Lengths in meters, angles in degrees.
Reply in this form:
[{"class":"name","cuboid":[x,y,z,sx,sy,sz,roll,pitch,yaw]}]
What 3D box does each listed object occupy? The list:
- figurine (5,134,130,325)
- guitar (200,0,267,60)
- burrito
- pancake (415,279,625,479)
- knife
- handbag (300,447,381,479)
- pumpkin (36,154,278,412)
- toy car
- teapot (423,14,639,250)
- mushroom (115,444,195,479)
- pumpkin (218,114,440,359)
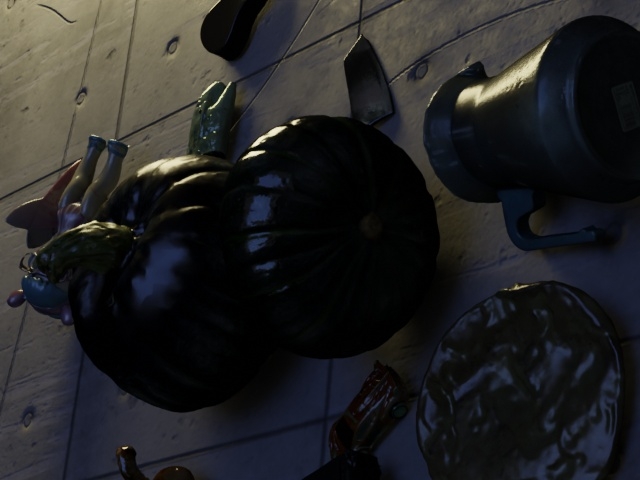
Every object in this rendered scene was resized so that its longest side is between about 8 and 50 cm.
[{"class":"figurine","cuboid":[-0.305,-0.009,2.221,0.205,0.103,0.260,16,79,17]},{"class":"guitar","cuboid":[-0.068,-0.356,2.152,0.271,0.038,0.084,-55,39,14]},{"class":"burrito","cuboid":[-0.140,-0.148,2.122,0.074,0.044,0.118,-16,62,51]},{"class":"pancake","cuboid":[0.191,0.154,1.536,0.242,0.050,0.242,-16,67,43]},{"class":"knife","cuboid":[0.056,-0.154,1.901,0.060,0.028,0.230,-28,46,24]},{"class":"handbag","cuboid":[-0.017,0.352,1.662,0.247,0.080,0.223,-38,37,35]},{"class":"pumpkin","cuboid":[-0.177,0.029,1.873,0.296,0.296,0.296,-28,50,40]},{"class":"toy car","cuboid":[0.045,0.184,1.708,0.122,0.035,0.059,-52,42,15]},{"class":"teapot","cuboid":[0.217,-0.096,1.567,0.225,0.171,0.203,-10,93,56]},{"class":"mushroom","cuboid":[-0.182,0.282,1.895,0.129,0.073,0.088,59,139,11]},{"class":"pumpkin","cuboid":[0.000,0.000,1.696,0.216,0.250,0.250,-26,52,43]}]
